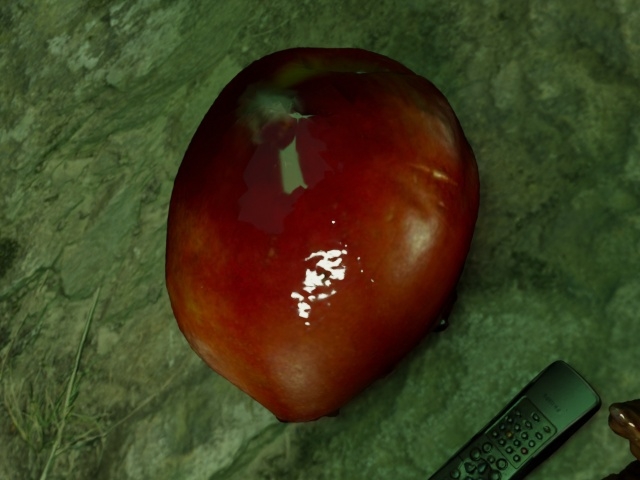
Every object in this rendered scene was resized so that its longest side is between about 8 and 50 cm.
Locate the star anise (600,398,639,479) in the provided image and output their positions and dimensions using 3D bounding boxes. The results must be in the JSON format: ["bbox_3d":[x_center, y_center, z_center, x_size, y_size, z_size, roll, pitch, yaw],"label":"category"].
[{"bbox_3d":[0.283,0.177,0.741,0.212,0.111,0.196,-1,85,-4],"label":"star anise"}]

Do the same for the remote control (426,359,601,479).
[{"bbox_3d":[0.141,0.187,0.865,0.212,0.028,0.059,-44,58,5],"label":"remote control"}]

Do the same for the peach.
[{"bbox_3d":[0.000,0.000,0.952,0.281,0.281,0.338,21,113,34],"label":"peach"}]
